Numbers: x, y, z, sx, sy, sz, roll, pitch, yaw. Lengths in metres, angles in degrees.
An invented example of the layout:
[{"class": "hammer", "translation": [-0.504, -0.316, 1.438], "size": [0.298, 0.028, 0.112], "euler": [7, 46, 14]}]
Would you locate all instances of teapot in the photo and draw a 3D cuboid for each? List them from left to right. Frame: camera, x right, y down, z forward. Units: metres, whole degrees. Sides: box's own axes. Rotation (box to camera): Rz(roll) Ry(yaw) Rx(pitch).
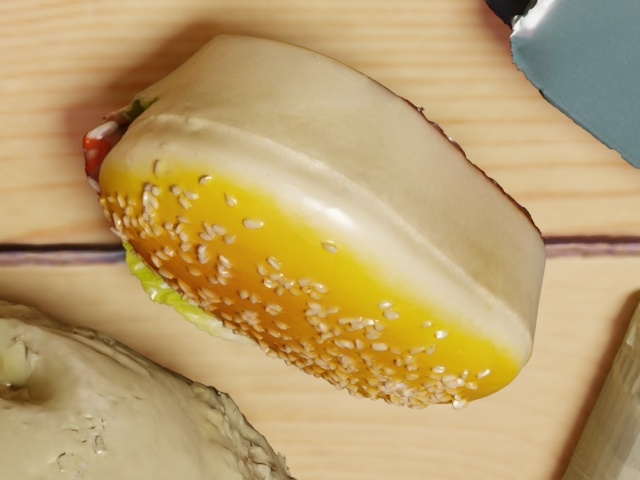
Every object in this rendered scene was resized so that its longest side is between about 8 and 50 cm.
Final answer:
[{"class": "teapot", "translation": [0.178, 0.133, 0.941], "size": [0.077, 0.107, 0.200], "euler": [4, 129, -15]}]

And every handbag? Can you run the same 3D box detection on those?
[{"class": "handbag", "translation": [0.190, -0.087, 0.803], "size": [0.221, 0.057, 0.144], "euler": [35, 110, -29]}]

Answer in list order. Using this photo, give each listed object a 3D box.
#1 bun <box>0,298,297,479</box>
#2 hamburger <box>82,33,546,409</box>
[{"class": "bun", "translation": [-0.185, 0.153, 0.838], "size": [0.362, 0.234, 0.326], "euler": [-2, 138, -26]}, {"class": "hamburger", "translation": [0.000, 0.000, 0.782], "size": [0.210, 0.173, 0.116], "euler": [41, 77, -33]}]
